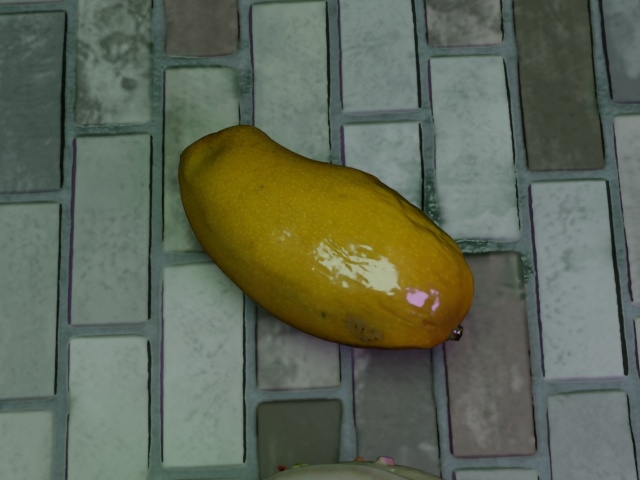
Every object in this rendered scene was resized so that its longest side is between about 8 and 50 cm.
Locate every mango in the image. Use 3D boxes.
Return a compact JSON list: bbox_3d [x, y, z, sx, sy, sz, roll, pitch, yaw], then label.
[{"bbox_3d":[-0.004,0.002,1.592,0.359,0.144,0.187,25,61,16],"label":"mango"}]

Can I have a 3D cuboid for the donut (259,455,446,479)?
[{"bbox_3d":[0.050,0.370,1.384,0.382,0.142,0.383,6,105,23],"label":"donut"}]
